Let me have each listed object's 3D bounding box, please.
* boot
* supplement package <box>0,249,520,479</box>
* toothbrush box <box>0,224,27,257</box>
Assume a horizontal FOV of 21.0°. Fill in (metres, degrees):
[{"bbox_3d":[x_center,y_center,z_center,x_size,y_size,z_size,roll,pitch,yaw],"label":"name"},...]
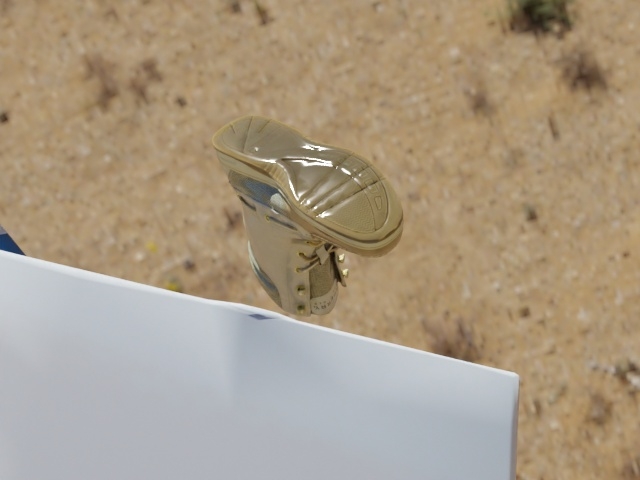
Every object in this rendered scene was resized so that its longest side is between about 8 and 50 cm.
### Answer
[{"bbox_3d":[0.000,0.000,1.457,0.077,0.165,0.213,-34,43,-26],"label":"boot"},{"bbox_3d":[-0.073,0.169,0.559,0.198,0.199,0.263,-33,47,57],"label":"supplement package"},{"bbox_3d":[-0.237,0.107,0.793,0.216,0.126,0.295,47,34,17],"label":"toothbrush box"}]
